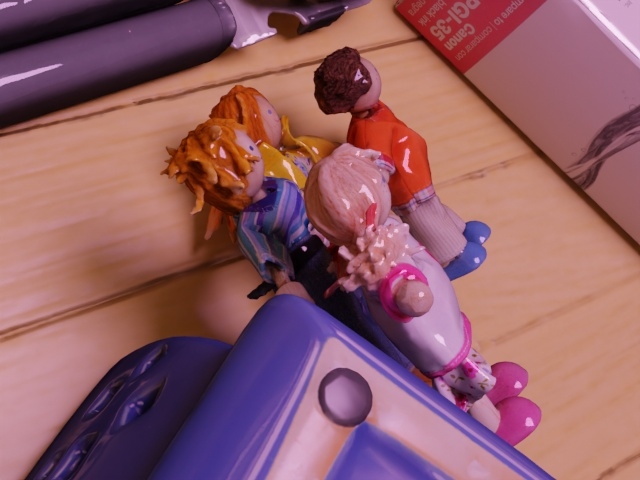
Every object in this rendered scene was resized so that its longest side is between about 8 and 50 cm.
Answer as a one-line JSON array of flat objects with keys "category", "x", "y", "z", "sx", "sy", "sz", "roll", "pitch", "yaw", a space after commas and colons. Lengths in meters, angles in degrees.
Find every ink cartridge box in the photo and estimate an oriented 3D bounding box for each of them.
[{"category": "ink cartridge box", "x": 0.223, "y": -0.137, "z": 0.689, "sx": 0.283, "sy": 0.117, "sz": 0.207, "roll": 44, "pitch": 56, "yaw": -6}]

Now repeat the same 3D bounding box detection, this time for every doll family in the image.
[{"category": "doll family", "x": 0.000, "y": 0.000, "z": 0.486, "sx": 0.163, "sy": 0.118, "sz": 0.263, "roll": 53, "pitch": 14, "yaw": -18}]

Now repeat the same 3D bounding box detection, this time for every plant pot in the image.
[{"category": "plant pot", "x": -0.014, "y": 0.171, "z": 0.381, "sx": 0.236, "sy": 0.212, "sz": 0.236, "roll": 38, "pitch": 57, "yaw": -11}]

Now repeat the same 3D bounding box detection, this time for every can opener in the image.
[{"category": "can opener", "x": -0.075, "y": -0.135, "z": 0.551, "sx": 0.280, "sy": 0.093, "sz": 0.074, "roll": -25, "pitch": 84, "yaw": -29}]
